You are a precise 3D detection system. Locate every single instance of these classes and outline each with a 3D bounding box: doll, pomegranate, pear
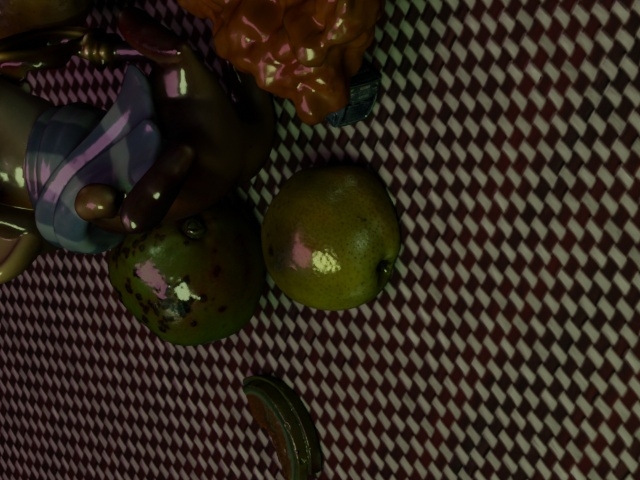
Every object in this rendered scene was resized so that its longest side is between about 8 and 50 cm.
[{"bbox_3d":[-0.216,-0.100,1.908,0.339,0.318,0.209,-13,121,33],"label":"doll"},{"bbox_3d":[-0.133,0.038,2.025,0.159,0.159,0.205,55,167,24],"label":"pomegranate"},{"bbox_3d":[0.000,0.000,1.859,0.141,0.104,0.141,25,124,43],"label":"pear"}]

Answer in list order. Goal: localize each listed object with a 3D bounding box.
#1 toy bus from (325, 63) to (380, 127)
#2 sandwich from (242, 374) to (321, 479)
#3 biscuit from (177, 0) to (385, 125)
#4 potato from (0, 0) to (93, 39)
[{"bbox_3d":[-0.011,-0.169,1.851,0.166,0.047,0.065,45,138,36],"label":"toy bus"},{"bbox_3d":[-0.042,0.186,2.053,0.135,0.029,0.067,53,140,28],"label":"sandwich"},{"bbox_3d":[-0.030,-0.302,1.733,0.318,0.110,0.312,46,128,34],"label":"biscuit"},{"bbox_3d":[-0.322,-0.377,2.118,0.195,0.176,0.369,32,-135,-79],"label":"potato"}]
